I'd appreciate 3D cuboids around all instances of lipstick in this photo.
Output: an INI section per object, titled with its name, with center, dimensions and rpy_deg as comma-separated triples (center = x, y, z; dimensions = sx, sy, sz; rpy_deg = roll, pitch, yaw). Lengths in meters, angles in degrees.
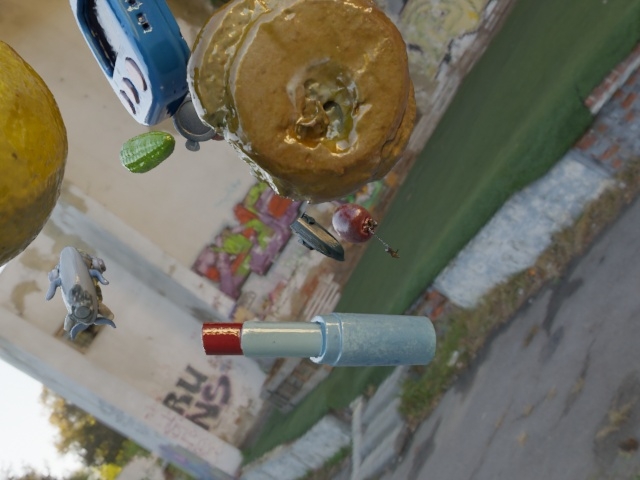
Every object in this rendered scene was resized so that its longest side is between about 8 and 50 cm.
[lipstick]
center = -0.003, 0.112, 0.863
dimensions = 0.068, 0.273, 0.061
rpy_deg = 150, 121, -66

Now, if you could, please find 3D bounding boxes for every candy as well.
[candy]
center = -0.432, -0.232, 1.942
dimensions = 0.209, 0.097, 0.097
rpy_deg = -13, 38, 49

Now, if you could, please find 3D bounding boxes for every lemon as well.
[lemon]
center = -0.470, -0.106, 0.927
dimensions = 0.336, 0.336, 0.336
rpy_deg = -60, 0, 0

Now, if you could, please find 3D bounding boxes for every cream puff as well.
[cream puff]
center = -0.029, -0.217, 1.131
dimensions = 0.231, 0.342, 0.327
rpy_deg = -143, 58, -74

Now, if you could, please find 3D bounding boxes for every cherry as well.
[cherry]
center = 0.106, -0.029, 1.846
dimensions = 0.090, 0.107, 0.225
rpy_deg = -36, 36, -20

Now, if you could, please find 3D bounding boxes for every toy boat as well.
[toy boat]
center = 0.000, 0.000, 1.677
dimensions = 0.060, 0.141, 0.055
rpy_deg = -54, -5, 29

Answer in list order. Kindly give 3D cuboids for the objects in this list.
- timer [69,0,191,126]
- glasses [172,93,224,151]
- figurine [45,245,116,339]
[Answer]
[timer]
center = -0.343, -0.374, 1.374
dimensions = 0.115, 0.309, 0.340
rpy_deg = -32, 5, -19
[glasses]
center = -0.299, -0.301, 1.727
dimensions = 0.118, 0.234, 0.268
rpy_deg = -46, -3, 4
[figurine]
center = -0.506, 0.107, 1.612
dimensions = 0.184, 0.128, 0.209
rpy_deg = -125, 25, -60
